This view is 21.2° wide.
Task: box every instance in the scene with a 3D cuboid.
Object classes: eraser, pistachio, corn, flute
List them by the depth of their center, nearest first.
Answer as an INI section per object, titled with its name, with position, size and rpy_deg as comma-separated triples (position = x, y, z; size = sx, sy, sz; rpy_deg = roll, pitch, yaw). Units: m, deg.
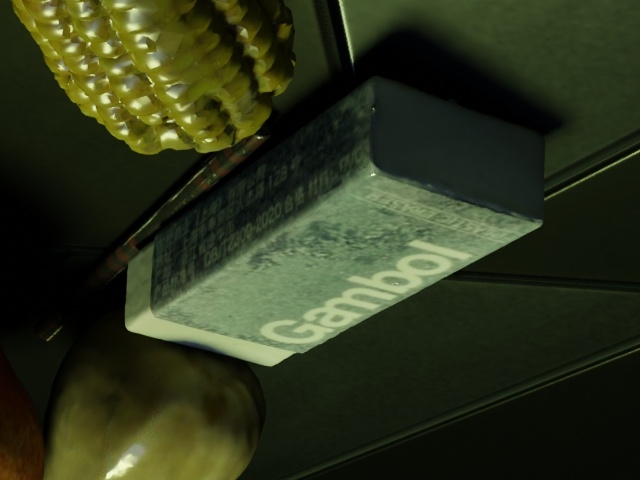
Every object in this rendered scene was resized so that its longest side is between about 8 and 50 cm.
[corn]
position = -0.078, -0.134, 0.542
size = 0.097, 0.097, 0.320
rpy_deg = 1, 147, 16
[eraser]
position = 0.000, 0.000, 0.767
size = 0.092, 0.046, 0.212
rpy_deg = 16, 150, -29
[flute]
position = -0.089, 0.001, 0.843
size = 0.014, 0.014, 0.269
rpy_deg = 24, 147, -21
[pistachio]
position = -0.096, 0.097, 0.903
size = 0.108, 0.126, 0.185
rpy_deg = 38, 155, -6

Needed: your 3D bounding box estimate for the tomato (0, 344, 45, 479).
[tomato]
position = -0.235, 0.071, 0.887
size = 0.237, 0.095, 0.237
rpy_deg = 27, 141, 25
